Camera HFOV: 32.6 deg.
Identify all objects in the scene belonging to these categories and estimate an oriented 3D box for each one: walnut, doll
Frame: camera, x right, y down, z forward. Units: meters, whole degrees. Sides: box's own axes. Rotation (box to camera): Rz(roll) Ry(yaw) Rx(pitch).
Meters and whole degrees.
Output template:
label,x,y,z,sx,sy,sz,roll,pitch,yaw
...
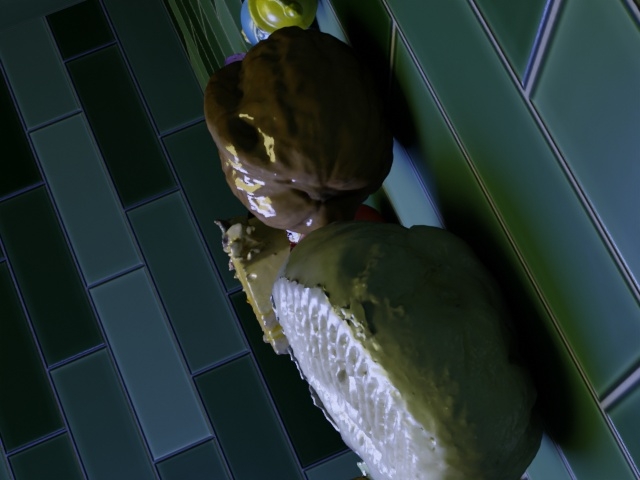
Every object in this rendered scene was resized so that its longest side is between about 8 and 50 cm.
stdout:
label,x,y,z,sx,sy,sz,roll,pitch,yaw
walnut,-0.028,-0.137,1.321,0.257,0.257,0.224,62,140,37
doll,-0.059,-0.315,1.520,0.241,0.099,0.135,180,72,-85

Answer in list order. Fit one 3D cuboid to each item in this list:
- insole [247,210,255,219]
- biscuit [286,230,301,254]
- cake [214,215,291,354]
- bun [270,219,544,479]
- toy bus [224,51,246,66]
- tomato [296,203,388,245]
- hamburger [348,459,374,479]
label,x,y,z,sx,sy,sz,roll,pitch,yaw
insole,-0.106,-0.087,2.340,0.111,0.007,0.328,53,-147,-33
biscuit,0.006,0.001,1.907,0.151,0.063,0.235,16,148,20
cake,-0.058,0.034,2.124,0.222,0.227,0.286,-132,19,-68
bun,0.107,0.119,1.212,0.359,0.211,0.359,53,163,24
toy bus,-0.149,-0.311,2.392,0.090,0.063,0.203,82,166,-67
tomato,0.053,0.032,1.607,0.187,0.151,0.187,19,129,25
hamburger,0.173,0.401,1.563,0.274,0.212,0.274,61,170,18
